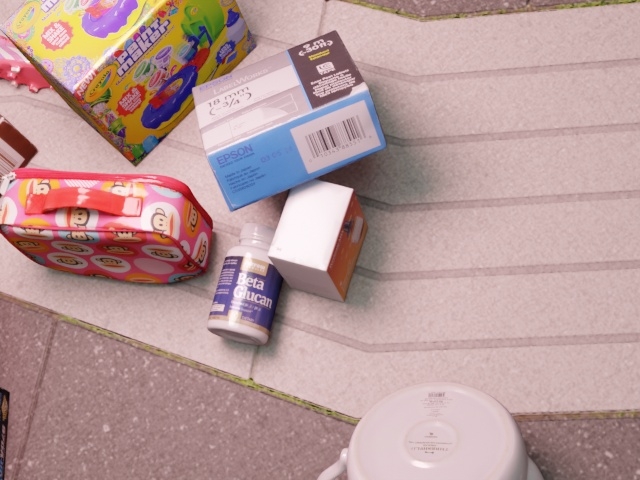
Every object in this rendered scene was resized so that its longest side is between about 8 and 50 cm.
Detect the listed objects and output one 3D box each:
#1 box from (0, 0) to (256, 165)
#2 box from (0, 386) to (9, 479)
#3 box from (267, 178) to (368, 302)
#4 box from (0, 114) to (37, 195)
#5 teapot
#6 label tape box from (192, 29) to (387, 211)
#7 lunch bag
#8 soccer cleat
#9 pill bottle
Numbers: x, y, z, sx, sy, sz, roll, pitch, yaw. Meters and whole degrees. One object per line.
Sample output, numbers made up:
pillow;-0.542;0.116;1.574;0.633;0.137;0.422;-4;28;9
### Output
box;-0.288;-0.318;1.635;0.177;0.279;0.290;41;83;20
box;-0.506;0.310;1.517;0.051;0.175;0.220;-2;72;2
box;0.000;0.000;1.535;0.091;0.170;0.130;15;76;14
box;-0.682;-0.197;1.741;0.381;0.143;0.191;32;80;20
teapot;0.156;0.327;1.401;0.252;0.187;0.256;-32;41;-21
label tape box;-0.061;-0.206;1.558;0.241;0.106;0.333;-22;34;2
lunch bag;-0.322;-0.026;1.554;0.293;0.258;0.120;4;73;11
soccer cleat;-0.536;-0.314;1.787;0.248;0.083;0.095;6;68;15
pill bottle;-0.105;0.064;1.573;0.094;0.094;0.169;10;74;13
